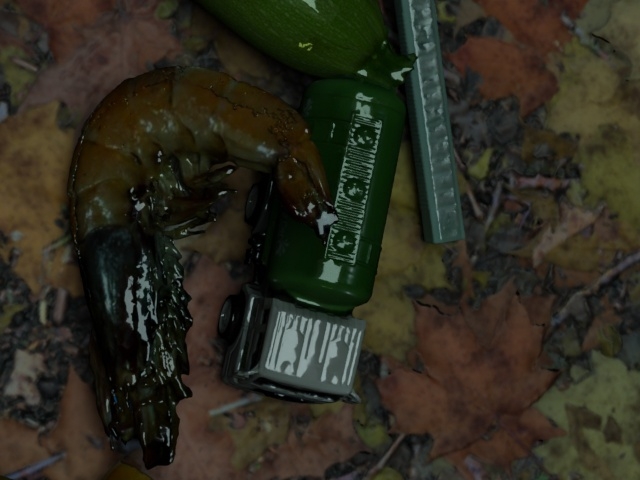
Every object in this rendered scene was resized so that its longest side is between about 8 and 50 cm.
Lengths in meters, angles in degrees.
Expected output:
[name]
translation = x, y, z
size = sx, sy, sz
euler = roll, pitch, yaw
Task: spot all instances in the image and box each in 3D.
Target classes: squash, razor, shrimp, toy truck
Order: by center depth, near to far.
[shrimp]
translation = -0.084, 0.018, 1.279
size = 0.054, 0.222, 0.290
euler = 7, 80, -62
[squash]
translation = -0.091, -0.242, 1.337
size = 0.395, 0.107, 0.107
euler = 38, 74, -13
[toy truck]
translation = 0.000, 0.000, 1.338
size = 0.101, 0.125, 0.243
euler = 14, 82, -18
[razor]
translation = 0.078, -0.136, 1.413
size = 0.111, 0.056, 0.278
euler = -10, 88, -21

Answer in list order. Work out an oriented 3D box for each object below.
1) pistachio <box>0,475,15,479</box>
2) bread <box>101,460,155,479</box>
[pistachio]
translation = -0.276, 0.227, 1.233
size = 0.189, 0.110, 0.100
euler = -22, 61, -19
[bread]
translation = -0.185, 0.339, 1.241
size = 0.138, 0.077, 0.361
euler = 28, 74, 26
